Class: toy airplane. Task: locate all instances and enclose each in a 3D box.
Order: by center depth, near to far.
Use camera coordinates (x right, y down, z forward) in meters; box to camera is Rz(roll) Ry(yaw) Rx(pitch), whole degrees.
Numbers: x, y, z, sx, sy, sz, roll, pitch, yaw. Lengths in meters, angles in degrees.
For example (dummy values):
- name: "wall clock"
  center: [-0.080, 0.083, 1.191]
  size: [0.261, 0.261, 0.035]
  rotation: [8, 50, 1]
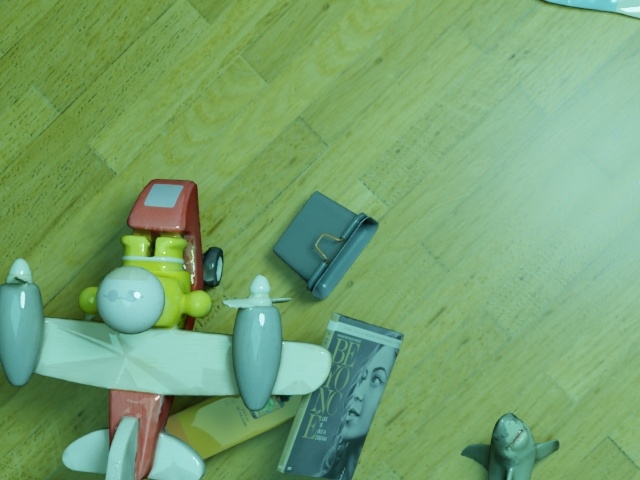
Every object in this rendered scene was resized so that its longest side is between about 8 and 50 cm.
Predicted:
- name: "toy airplane"
  center: [-0.237, 0.132, 1.713]
  size: [0.386, 0.272, 0.384]
  rotation: [-36, 69, -10]

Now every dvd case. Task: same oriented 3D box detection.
- name: "dvd case"
  center: [0.030, 0.216, 1.783]
  size: [0.018, 0.164, 0.221]
  rotation: [19, 88, 38]

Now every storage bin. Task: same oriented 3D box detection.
- name: "storage bin"
  center: [0.000, 0.000, 1.832]
  size: [0.091, 0.098, 0.135]
  rotation: [36, 91, 18]

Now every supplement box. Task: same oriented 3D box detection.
- name: "supplement box"
  center: [-0.097, 0.235, 1.835]
  size: [0.233, 0.080, 0.078]
  rotation: [-25, 85, 7]

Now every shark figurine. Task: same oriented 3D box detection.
- name: "shark figurine"
  center: [0.226, 0.340, 1.795]
  size: [0.116, 0.166, 0.278]
  rotation: [26, 109, 33]

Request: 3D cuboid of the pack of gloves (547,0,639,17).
- name: "pack of gloves"
  center: [0.404, -0.415, 1.816]
  size: [0.232, 0.046, 0.195]
  rotation: [11, 108, 2]
